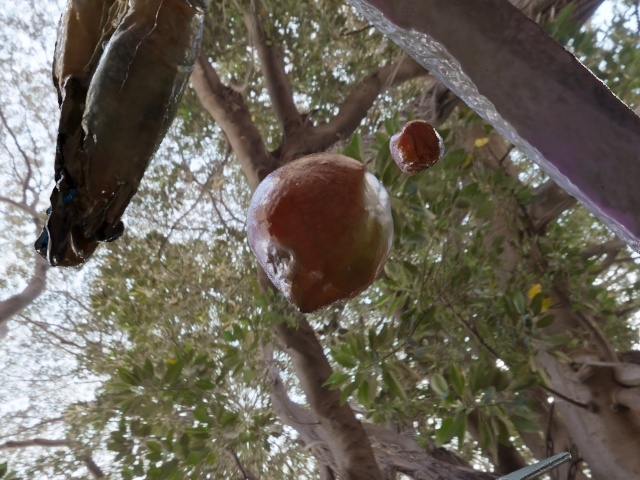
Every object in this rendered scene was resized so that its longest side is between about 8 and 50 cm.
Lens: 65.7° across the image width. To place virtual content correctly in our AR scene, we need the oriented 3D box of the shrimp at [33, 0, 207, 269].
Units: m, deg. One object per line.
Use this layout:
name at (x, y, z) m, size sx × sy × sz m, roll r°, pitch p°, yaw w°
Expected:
shrimp at (-0.267, -0.179, 0.609) m, size 0.221 × 0.110 × 0.445 m, roll 18°, pitch -87°, yaw 21°

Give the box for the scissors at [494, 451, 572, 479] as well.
scissors at (0.303, 0.456, 0.898) m, size 0.447 × 0.192 × 0.029 m, roll -7°, pitch -102°, yaw -26°

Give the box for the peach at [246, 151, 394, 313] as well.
peach at (0.000, 0.000, 0.757) m, size 0.233 × 0.232 × 0.256 m, roll 20°, pitch -118°, yaw -1°

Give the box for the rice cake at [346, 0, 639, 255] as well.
rice cake at (0.154, -0.112, 0.378) m, size 0.399 × 0.064 × 0.070 m, roll 40°, pitch -75°, yaw -3°

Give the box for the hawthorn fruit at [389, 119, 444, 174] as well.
hawthorn fruit at (0.220, -0.215, 1.146) m, size 0.128 × 0.128 × 0.128 m, roll 3°, pitch -110°, yaw -8°
